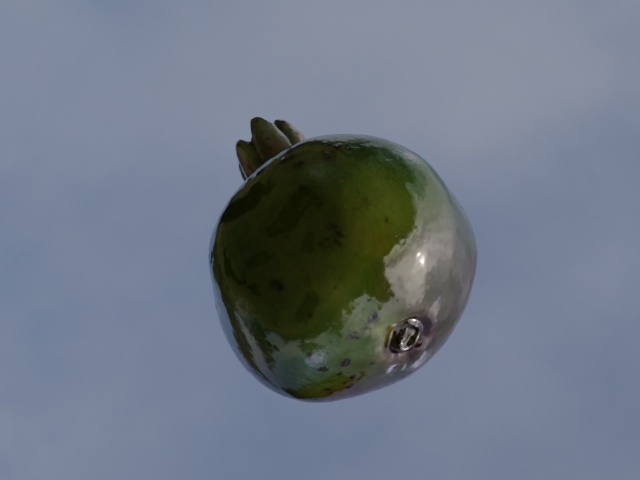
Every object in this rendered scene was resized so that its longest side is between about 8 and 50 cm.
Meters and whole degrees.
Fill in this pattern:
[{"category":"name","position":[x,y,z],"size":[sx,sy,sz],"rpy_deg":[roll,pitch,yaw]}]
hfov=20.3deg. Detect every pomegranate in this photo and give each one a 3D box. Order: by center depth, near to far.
[{"category":"pomegranate","position":[0.000,0.000,1.164],"size":[0.180,0.180,0.209],"rpy_deg":[-38,-123,4]}]
